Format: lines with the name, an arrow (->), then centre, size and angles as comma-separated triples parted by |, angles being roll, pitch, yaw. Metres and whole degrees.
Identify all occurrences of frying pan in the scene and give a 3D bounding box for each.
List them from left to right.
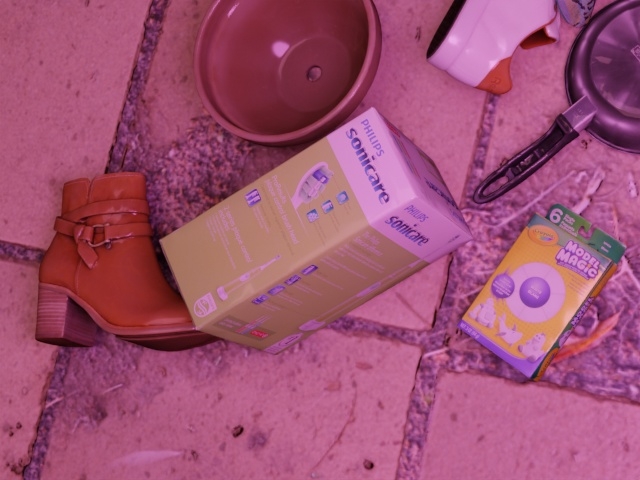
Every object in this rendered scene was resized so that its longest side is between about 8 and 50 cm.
frying pan -> 0.306, -0.175, 1.329 | 0.326, 0.053, 0.197 | -14, 71, 17

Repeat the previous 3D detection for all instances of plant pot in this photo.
plant pot -> -0.026, -0.218, 1.445 | 0.237, 0.110, 0.237 | -6, 75, 23

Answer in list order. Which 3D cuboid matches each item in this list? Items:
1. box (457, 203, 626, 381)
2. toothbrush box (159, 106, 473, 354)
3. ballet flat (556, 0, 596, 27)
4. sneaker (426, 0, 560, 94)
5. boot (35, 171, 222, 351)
box -> 0.244, 0.052, 1.303 | 0.105, 0.043, 0.179 | 35, 92, 26
toothbrush box -> 0.000, 0.000, 1.330 | 0.283, 0.206, 0.122 | -30, 67, 15
ballet flat -> 0.284, -0.330, 1.305 | 0.070, 0.070, 0.188 | -9, 101, 21
sneaker -> 0.238, -0.296, 1.374 | 0.123, 0.106, 0.290 | 31, 82, -9
boot -> -0.229, 0.025, 1.493 | 0.284, 0.109, 0.220 | -2, 73, 31
